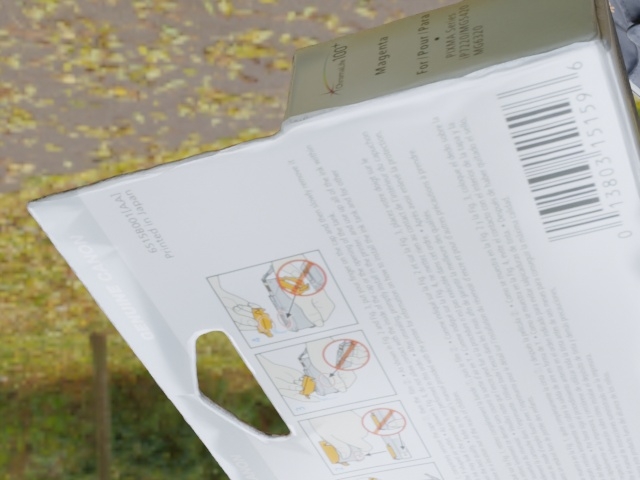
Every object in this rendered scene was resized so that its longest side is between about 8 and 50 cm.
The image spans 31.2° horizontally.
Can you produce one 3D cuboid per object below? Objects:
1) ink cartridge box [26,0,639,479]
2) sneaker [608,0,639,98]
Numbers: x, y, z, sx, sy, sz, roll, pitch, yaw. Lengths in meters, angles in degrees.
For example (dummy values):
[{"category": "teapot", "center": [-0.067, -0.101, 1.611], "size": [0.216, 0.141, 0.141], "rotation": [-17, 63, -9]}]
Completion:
[{"category": "ink cartridge box", "center": [0.042, 0.033, 0.528], "size": [0.238, 0.060, 0.275], "rotation": [-13, 131, 19]}, {"category": "sneaker", "center": [0.241, -0.211, 0.831], "size": [0.126, 0.321, 0.127], "rotation": [-38, -164, 1]}]
